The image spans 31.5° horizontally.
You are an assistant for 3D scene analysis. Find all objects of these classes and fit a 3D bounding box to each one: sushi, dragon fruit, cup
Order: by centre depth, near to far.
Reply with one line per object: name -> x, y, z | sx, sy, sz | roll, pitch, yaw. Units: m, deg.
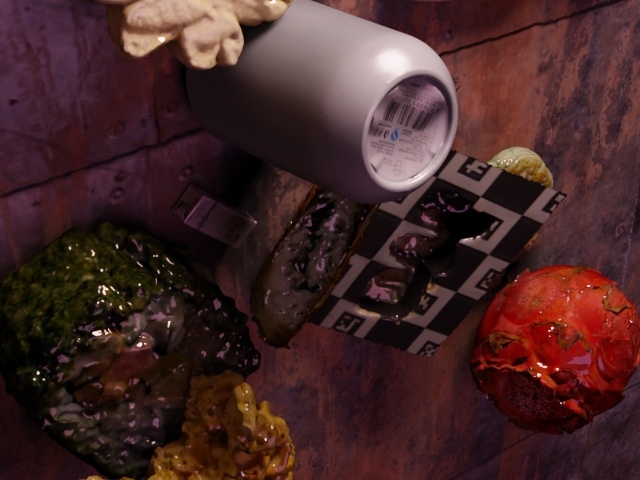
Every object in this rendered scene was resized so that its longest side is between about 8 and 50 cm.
cup -> 0.003, -0.170, 1.342 | 0.205, 0.312, 0.206 | -18, 121, -33
sushi -> -0.249, 0.143, 1.494 | 0.294, 0.178, 0.352 | -44, 139, -6
sushi -> 0.149, -0.006, 1.771 | 0.296, 0.100, 0.373 | 18, 122, -28
dragon fruit -> 0.420, 0.189, 1.999 | 0.301, 0.295, 0.296 | -40, 138, -12

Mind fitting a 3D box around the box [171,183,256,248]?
box -> -0.144, -0.032, 1.548 | 0.117, 0.036, 0.051 | 26, 103, -47

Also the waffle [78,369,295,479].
waffle -> -0.180, 0.327, 1.455 | 0.324, 0.151, 0.261 | -34, 137, -20

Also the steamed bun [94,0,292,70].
steamed bun -> -0.144, -0.346, 1.239 | 0.292, 0.137, 0.296 | -32, 130, -14

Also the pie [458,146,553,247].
pie -> 0.295, -0.048, 1.883 | 0.240, 0.054, 0.241 | -23, 134, -26

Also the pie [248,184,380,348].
pie -> 0.000, 0.000, 1.533 | 0.355, 0.102, 0.288 | -60, -178, 14
